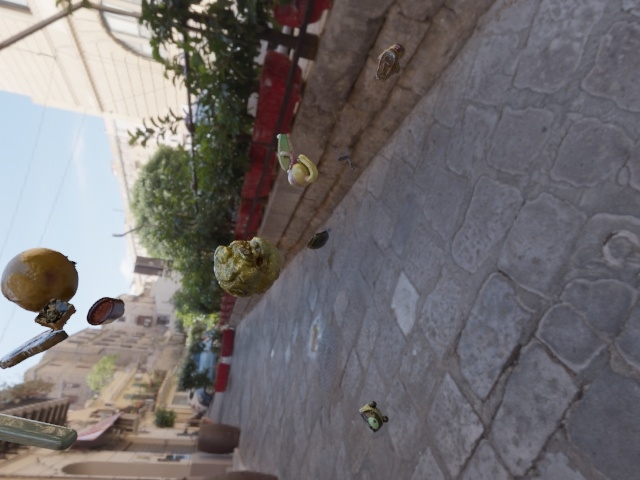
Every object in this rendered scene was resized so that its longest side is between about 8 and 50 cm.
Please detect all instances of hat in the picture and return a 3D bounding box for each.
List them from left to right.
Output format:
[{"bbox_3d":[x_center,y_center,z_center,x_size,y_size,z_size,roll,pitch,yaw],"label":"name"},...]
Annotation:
[{"bbox_3d":[0.155,0.511,1.188,0.077,0.059,0.076,47,172,26],"label":"hat"}]

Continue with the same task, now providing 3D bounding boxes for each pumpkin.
[{"bbox_3d":[-0.740,0.206,1.134,0.053,0.074,0.083,94,-170,-46],"label":"pumpkin"},{"bbox_3d":[0.000,0.001,1.028,0.083,0.028,0.050,-33,-20,-53],"label":"pumpkin"}]

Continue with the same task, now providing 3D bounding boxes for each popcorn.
[{"bbox_3d":[-0.236,0.094,1.361,0.266,0.234,0.192,114,149,-52],"label":"popcorn"}]

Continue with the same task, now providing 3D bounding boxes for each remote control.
[{"bbox_3d":[-0.892,0.567,1.216,0.090,0.310,0.038,-133,56,-85],"label":"remote control"}]

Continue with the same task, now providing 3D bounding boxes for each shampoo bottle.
[{"bbox_3d":[-0.734,0.245,1.413,0.102,0.064,0.260,-58,8,-16],"label":"shampoo bottle"}]

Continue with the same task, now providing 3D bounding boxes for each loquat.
[{"bbox_3d":[-0.868,0.122,1.269,0.208,0.208,0.207,-171,90,-78],"label":"loquat"}]

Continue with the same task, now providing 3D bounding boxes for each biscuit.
[{"bbox_3d":[-0.875,0.322,1.254,0.320,0.047,0.183,-17,18,41],"label":"biscuit"}]

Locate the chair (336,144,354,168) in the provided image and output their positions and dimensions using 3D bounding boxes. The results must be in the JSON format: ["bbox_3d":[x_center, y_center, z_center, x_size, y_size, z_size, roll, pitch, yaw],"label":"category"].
[{"bbox_3d":[0.080,-0.270,1.350,0.037,0.042,0.086,20,-128,-73],"label":"chair"}]

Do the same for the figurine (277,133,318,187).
[{"bbox_3d":[-0.067,-0.215,1.077,0.083,0.083,0.187,114,140,-50],"label":"figurine"}]

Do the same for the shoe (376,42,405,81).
[{"bbox_3d":[0.201,-0.519,1.181,0.069,0.072,0.108,-41,-31,-38],"label":"shoe"}]
